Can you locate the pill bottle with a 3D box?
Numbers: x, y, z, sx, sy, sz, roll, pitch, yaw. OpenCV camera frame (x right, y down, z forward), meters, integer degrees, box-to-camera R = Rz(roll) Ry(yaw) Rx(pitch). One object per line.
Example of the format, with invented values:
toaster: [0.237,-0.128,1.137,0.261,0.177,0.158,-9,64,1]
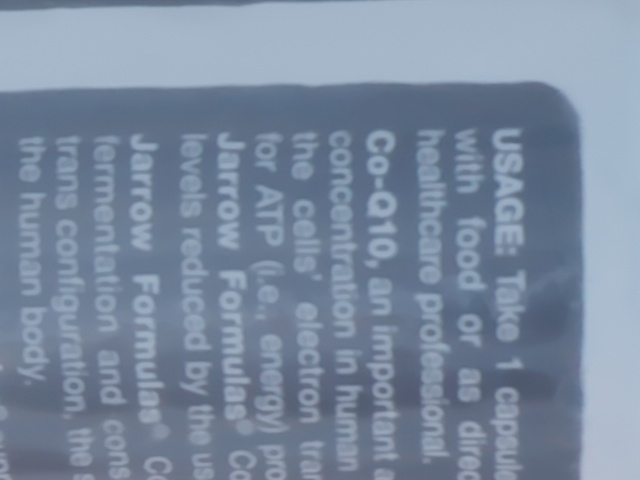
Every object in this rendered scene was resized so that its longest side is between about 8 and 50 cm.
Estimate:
pill bottle: [0.000,0.000,0.561,0.361,0.204,0.204,-1,102,3]
